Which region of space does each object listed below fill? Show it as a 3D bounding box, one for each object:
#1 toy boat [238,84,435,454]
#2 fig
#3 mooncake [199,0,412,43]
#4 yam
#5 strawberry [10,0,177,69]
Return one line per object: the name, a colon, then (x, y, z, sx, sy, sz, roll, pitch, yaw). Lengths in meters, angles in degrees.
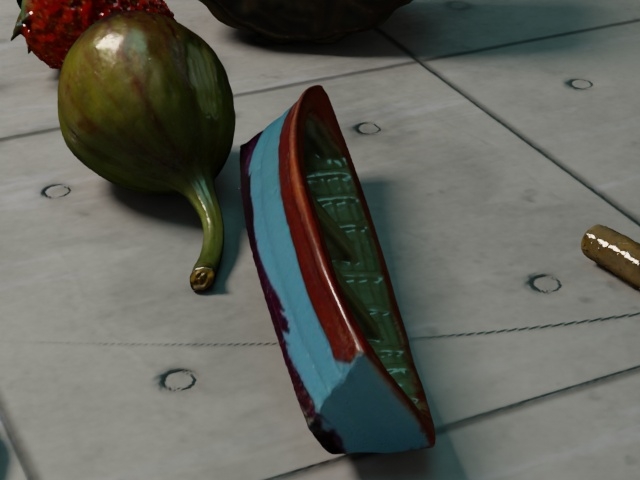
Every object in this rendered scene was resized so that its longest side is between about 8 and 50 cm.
toy boat: (0.000, 0.000, 0.925, 0.079, 0.136, 0.392, -31, 31, 9)
fig: (-0.110, -0.062, 1.033, 0.149, 0.149, 0.245, -15, 58, -24)
mooncake: (-0.019, -0.326, 1.307, 0.290, 0.290, 0.161, 2, 37, 2)
yam: (0.243, 0.029, 0.950, 0.032, 0.032, 0.145, -23, 37, -34)
strawberry: (-0.207, -0.201, 1.268, 0.131, 0.148, 0.131, -36, 27, 22)
